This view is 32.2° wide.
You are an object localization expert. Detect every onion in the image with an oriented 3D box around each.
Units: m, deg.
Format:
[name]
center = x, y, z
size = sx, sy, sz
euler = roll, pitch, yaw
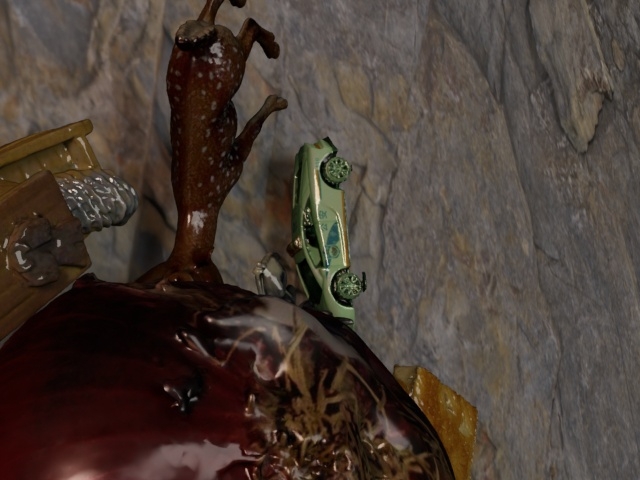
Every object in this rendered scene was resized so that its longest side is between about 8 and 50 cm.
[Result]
[onion]
center = -0.062, 0.158, 0.598
size = 0.314, 0.232, 0.314
euler = 35, 31, -25

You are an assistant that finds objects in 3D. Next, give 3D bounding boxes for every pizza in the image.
[pizza]
center = 0.117, 0.206, 1.134
size = 0.134, 0.046, 0.175
euler = -8, 86, -57

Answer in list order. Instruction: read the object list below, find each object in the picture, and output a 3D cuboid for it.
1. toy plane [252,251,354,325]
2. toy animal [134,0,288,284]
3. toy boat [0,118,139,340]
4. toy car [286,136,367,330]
[toy plane]
center = -0.009, 0.086, 0.863
size = 0.262, 0.088, 0.192
euler = -55, 131, -69
[toy animal]
center = -0.094, -0.057, 0.835
size = 0.260, 0.087, 0.244
euler = -64, 151, -54
[toy boat]
center = -0.211, 0.021, 0.631
size = 0.321, 0.121, 0.089
euler = -50, 126, -52
[toy car]
center = 0.000, 0.000, 1.004
size = 0.058, 0.093, 0.186
euler = -4, 81, -14
